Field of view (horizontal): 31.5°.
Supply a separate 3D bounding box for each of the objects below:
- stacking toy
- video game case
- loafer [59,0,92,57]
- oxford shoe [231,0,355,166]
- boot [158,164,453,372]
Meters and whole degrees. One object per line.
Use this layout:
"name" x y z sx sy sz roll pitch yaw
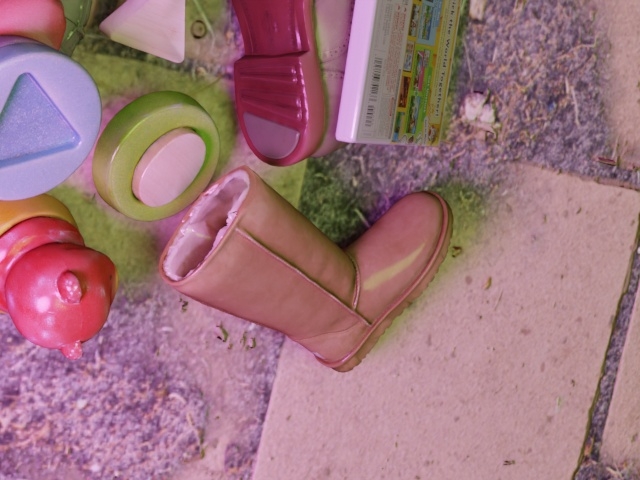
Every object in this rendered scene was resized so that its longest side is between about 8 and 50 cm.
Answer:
"stacking toy" -0.187 -0.065 0.983 0.279 0.130 0.309 -29 137 -25
"video game case" 0.088 -0.210 1.161 0.206 0.026 0.227 -6 106 -60
"loafer" -0.341 -0.222 0.931 0.319 0.112 0.111 16 83 -31
"oxford shoe" -0.014 -0.253 1.120 0.130 0.123 0.348 -14 112 -48
"boot" 0.000 0.000 1.142 0.269 0.089 0.236 37 83 -44
